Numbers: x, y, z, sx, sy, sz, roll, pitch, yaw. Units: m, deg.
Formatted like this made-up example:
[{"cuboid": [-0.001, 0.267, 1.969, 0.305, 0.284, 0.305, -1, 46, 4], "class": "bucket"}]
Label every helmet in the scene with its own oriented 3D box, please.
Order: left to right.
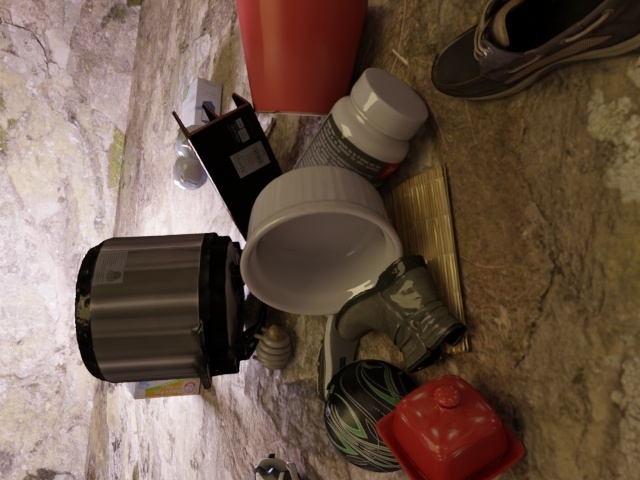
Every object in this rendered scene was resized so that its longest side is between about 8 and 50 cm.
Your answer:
[{"cuboid": [0.091, 0.293, 0.859, 0.161, 0.169, 0.169, -105, 36, -61], "class": "helmet"}]

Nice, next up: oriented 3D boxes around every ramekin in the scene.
[{"cuboid": [0.000, 0.000, 0.927, 0.277, 0.277, 0.135, -51, 30, 38], "class": "ramekin"}]

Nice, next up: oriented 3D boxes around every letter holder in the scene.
[{"cuboid": [-0.203, -0.185, 1.243, 0.214, 0.152, 0.302, 47, 165, 51], "class": "letter holder"}]

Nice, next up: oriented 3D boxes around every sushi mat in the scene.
[{"cuboid": [0.175, 0.041, 0.898, 0.151, 0.019, 0.317, -26, 62, 52], "class": "sushi mat"}]

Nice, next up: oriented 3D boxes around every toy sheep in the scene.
[{"cuboid": [-0.111, 0.256, 1.219, 0.091, 0.091, 0.132, 41, 131, 51], "class": "toy sheep"}]

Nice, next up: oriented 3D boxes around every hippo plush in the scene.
[{"cuboid": [-0.266, -0.215, 1.405, 0.234, 0.236, 0.294, 42, 118, 51], "class": "hippo plush"}]

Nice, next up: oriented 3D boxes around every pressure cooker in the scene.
[{"cuboid": [-0.342, 0.165, 1.302, 0.375, 0.420, 0.370, 180, 86, -86], "class": "pressure cooker"}]

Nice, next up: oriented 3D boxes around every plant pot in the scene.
[{"cuboid": [-0.043, -0.391, 1.112, 0.275, 0.274, 0.243, 23, 114, 55], "class": "plant pot"}]

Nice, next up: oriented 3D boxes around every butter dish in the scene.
[{"cuboid": [0.174, 0.245, 0.715, 0.160, 0.160, 0.118, 46, 153, 49], "class": "butter dish"}]

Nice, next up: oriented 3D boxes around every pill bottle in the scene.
[{"cuboid": [0.062, -0.163, 0.978, 0.283, 0.161, 0.161, -51, 45, 38], "class": "pill bottle"}]

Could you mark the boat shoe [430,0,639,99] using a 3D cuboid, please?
[{"cuboid": [0.276, -0.292, 0.715, 0.355, 0.130, 0.132, -8, 77, 55], "class": "boat shoe"}]

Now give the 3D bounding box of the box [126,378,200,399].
[{"cuboid": [-0.483, 0.416, 1.629, 0.103, 0.203, 0.114, 20, 102, 56], "class": "box"}]

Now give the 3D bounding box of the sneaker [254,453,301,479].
[{"cuboid": [-0.114, 0.559, 1.156, 0.235, 0.094, 0.153, -44, 48, 43], "class": "sneaker"}]

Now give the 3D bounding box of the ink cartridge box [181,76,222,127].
[{"cuboid": [-0.414, -0.425, 1.795, 0.154, 0.093, 0.213, -8, 76, 56], "class": "ink cartridge box"}]

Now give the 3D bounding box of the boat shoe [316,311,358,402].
[{"cuboid": [0.025, 0.218, 1.032, 0.070, 0.077, 0.220, 8, 92, 55], "class": "boat shoe"}]

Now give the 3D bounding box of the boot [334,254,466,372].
[{"cuboid": [0.120, 0.151, 0.873, 0.246, 0.083, 0.161, -51, 50, 40], "class": "boot"}]
